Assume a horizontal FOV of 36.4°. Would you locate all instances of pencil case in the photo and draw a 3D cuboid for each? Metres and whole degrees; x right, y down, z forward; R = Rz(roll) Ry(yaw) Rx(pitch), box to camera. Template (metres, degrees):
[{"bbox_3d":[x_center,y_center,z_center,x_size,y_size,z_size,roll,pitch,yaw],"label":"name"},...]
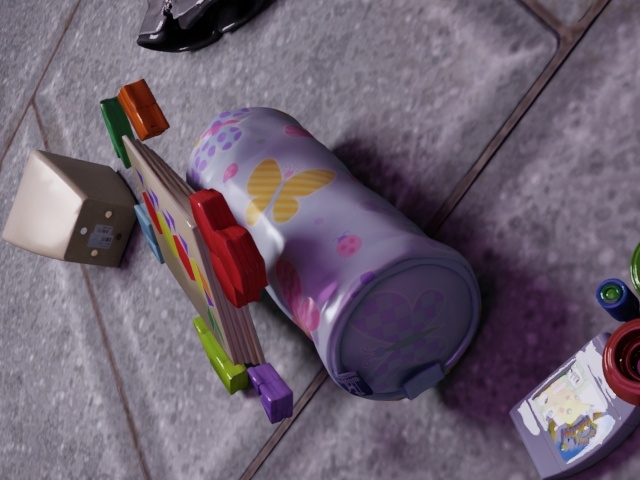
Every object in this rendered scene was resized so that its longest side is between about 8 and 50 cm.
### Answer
[{"bbox_3d":[0.000,0.000,0.704,0.113,0.124,0.273,-41,42,-3],"label":"pencil case"}]

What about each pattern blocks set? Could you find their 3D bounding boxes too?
[{"bbox_3d":[-0.099,0.006,0.764,0.325,0.026,0.285,50,158,42],"label":"pattern blocks set"}]

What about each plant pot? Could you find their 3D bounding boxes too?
[{"bbox_3d":[-0.264,-0.025,1.070,0.096,0.109,0.109,29,101,40],"label":"plant pot"}]

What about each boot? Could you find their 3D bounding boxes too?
[{"bbox_3d":[-0.076,-0.329,0.944,0.338,0.118,0.222,-29,62,52],"label":"boot"}]

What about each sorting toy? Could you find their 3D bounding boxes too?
[{"bbox_3d":[0.182,0.041,0.521,0.061,0.042,0.102,20,82,38],"label":"sorting toy"}]

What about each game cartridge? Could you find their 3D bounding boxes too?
[{"bbox_3d":[0.148,0.099,0.558,0.083,0.017,0.056,-50,47,30],"label":"game cartridge"}]
